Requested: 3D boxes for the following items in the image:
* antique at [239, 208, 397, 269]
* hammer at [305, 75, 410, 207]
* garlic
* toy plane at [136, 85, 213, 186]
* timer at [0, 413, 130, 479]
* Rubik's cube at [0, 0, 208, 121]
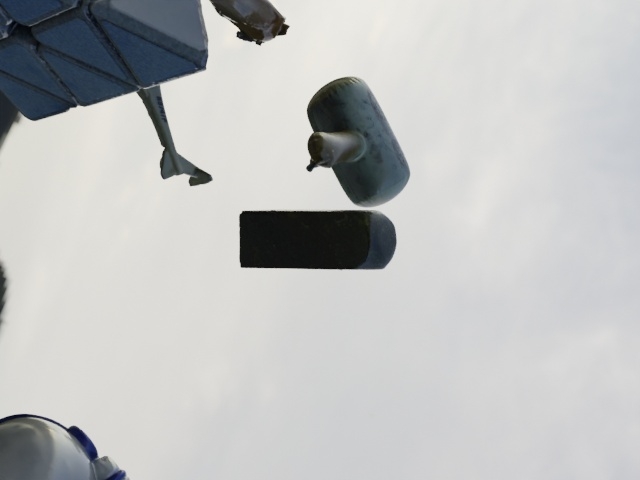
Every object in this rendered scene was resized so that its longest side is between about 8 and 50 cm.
[{"bbox_3d":[0.000,0.000,1.910,0.220,0.080,0.081,2,-87,37],"label":"antique"},{"bbox_3d":[0.034,-0.134,2.094,0.113,0.202,0.305,-30,-179,16],"label":"hammer"},{"bbox_3d":[-0.108,-0.332,2.010,0.084,0.152,0.066,-10,-130,62],"label":"garlic"},{"bbox_3d":[-0.200,-0.192,1.634,0.092,0.108,0.286,-7,-78,58],"label":"toy plane"},{"bbox_3d":[-0.187,0.320,1.305,0.270,0.383,0.270,-40,175,-4],"label":"timer"},{"bbox_3d":[-0.211,-0.221,1.162,0.228,0.229,0.233,-20,-168,11],"label":"Rubik's cube"}]
